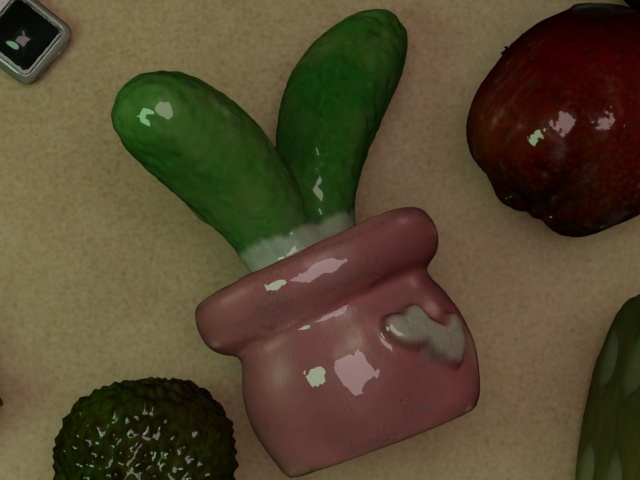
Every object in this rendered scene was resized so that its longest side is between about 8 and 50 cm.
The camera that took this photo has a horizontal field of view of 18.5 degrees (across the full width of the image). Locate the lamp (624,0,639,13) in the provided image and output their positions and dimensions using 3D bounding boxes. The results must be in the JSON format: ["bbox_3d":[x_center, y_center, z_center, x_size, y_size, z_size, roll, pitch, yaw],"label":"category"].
[{"bbox_3d":[0.234,-0.288,1.683,0.227,0.172,0.147,23,83,-3],"label":"lamp"}]

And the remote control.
[{"bbox_3d":[-0.334,-0.236,1.704,0.261,0.029,0.067,38,82,1],"label":"remote control"}]

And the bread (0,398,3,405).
[{"bbox_3d":[-0.329,0.149,1.631,0.084,0.080,0.109,38,80,4],"label":"bread"}]

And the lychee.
[{"bbox_3d":[-0.145,0.194,1.595,0.171,0.171,0.171,1,83,-4],"label":"lychee"}]

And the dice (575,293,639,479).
[{"bbox_3d":[0.343,0.172,1.596,0.227,0.238,0.233,12,82,-3],"label":"dice"}]

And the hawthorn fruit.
[{"bbox_3d":[0.221,-0.111,1.656,0.185,0.185,0.202,22,78,-1],"label":"hawthorn fruit"}]

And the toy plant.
[{"bbox_3d":[0.004,0.004,1.625,0.317,0.210,0.356,-19,79,-40],"label":"toy plant"}]
